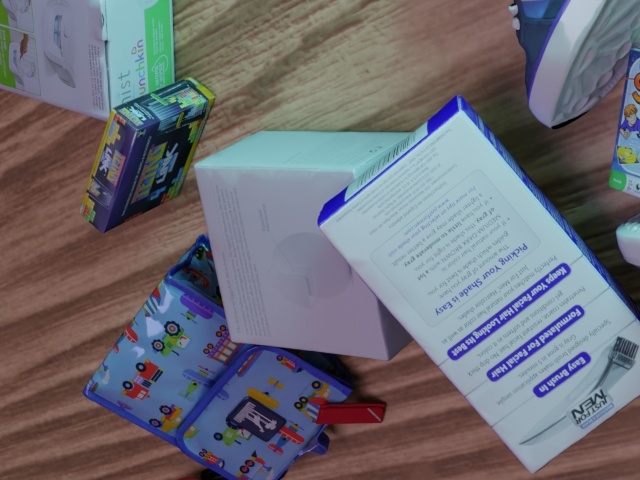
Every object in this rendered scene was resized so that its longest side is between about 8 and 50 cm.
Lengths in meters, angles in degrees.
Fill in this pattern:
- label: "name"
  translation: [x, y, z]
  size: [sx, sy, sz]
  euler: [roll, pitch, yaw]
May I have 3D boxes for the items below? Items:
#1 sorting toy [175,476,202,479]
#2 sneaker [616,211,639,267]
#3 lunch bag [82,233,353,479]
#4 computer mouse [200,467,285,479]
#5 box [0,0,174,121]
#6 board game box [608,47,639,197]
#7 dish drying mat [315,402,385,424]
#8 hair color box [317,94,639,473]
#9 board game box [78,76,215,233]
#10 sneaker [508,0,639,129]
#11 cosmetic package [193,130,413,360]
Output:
- label: "sorting toy"
  translation: [-0.061, 0.429, 1.866]
  size: [0.366, 0.127, 0.126]
  euler: [12, 159, 30]
- label: "sneaker"
  translation: [0.444, 0.048, 1.249]
  size: [0.366, 0.135, 0.150]
  euler: [7, 112, 36]
- label: "lunch bag"
  translation: [-0.110, 0.177, 1.745]
  size: [0.293, 0.138, 0.221]
  euler: [37, 117, -2]
- label: "computer mouse"
  translation: [-0.154, 0.235, 1.854]
  size: [0.184, 0.060, 0.262]
  euler: [-14, 103, 42]
- label: "box"
  translation: [-0.302, -0.301, 1.656]
  size: [0.231, 0.127, 0.261]
  euler: [17, 121, 30]
- label: "board game box"
  translation: [0.346, -0.090, 1.232]
  size: [0.201, 0.035, 0.136]
  euler: [27, 115, 56]
- label: "dish drying mat"
  translation: [0.037, 0.213, 1.690]
  size: [0.008, 0.083, 0.032]
  euler: [-111, 27, -51]
- label: "hair color box"
  translation: [0.177, 0.044, 1.384]
  size: [0.185, 0.110, 0.339]
  euler: [-39, 97, 13]
- label: "board game box"
  translation: [-0.211, -0.104, 1.674]
  size: [0.048, 0.141, 0.170]
  euler: [39, 131, 16]
- label: "sneaker"
  translation: [0.205, -0.291, 1.287]
  size: [0.236, 0.130, 0.322]
  euler: [44, 141, 29]
- label: "cosmetic package"
  translation: [0.000, 0.000, 1.564]
  size: [0.225, 0.138, 0.224]
  euler: [4, 113, 34]
